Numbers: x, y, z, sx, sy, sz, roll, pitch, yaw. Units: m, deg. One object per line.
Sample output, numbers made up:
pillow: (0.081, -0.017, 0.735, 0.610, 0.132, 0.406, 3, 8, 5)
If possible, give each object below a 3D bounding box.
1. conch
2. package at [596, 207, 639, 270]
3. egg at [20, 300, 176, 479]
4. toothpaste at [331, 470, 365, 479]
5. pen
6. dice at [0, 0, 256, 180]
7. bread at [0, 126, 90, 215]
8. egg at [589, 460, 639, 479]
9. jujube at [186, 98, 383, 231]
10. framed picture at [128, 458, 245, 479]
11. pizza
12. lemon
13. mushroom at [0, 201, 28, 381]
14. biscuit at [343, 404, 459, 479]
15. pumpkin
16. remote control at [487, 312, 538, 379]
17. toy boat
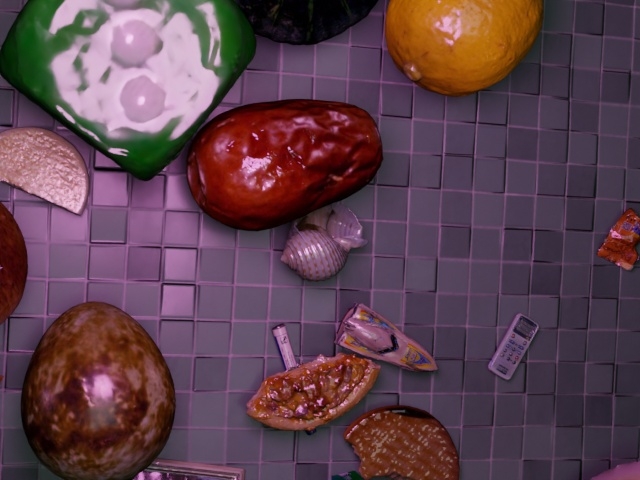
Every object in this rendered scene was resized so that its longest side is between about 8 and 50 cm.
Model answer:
conch: (-0.006, 0.002, 1.637, 0.153, 0.102, 0.135, -19, 87, -46)
package: (0.587, -0.002, 1.815, 0.077, 0.033, 0.110, 30, 89, -22)
egg: (-0.349, 0.239, 1.489, 0.238, 0.238, 0.289, -7, 83, -13)
toothpaste: (0.076, 0.450, 1.580, 0.050, 0.267, 0.065, -14, 94, -13)
pen: (-0.046, 0.246, 1.672, 0.025, 0.025, 0.204, -18, 96, -13)
dice: (-0.295, -0.282, 1.465, 0.300, 0.287, 0.297, 37, 82, -11)
bread: (-0.461, -0.128, 1.558, 0.193, 0.036, 0.112, 24, 81, -10)
egg: (0.633, 0.626, 1.691, 0.354, 0.354, 0.340, -39, 116, -10)
jujube: (-0.059, -0.131, 1.559, 0.318, 0.223, 0.223, -14, 94, -20)
framed picture: (-0.249, 0.514, 1.575, 0.232, 0.019, 0.296, 9, 67, -14)
pizza: (-0.009, 0.265, 1.639, 0.246, 0.058, 0.127, -6, 93, -17)
lemon: (0.251, -0.384, 1.621, 0.320, 0.245, 0.245, -45, 101, -15)
mushroom: (-0.606, 0.068, 1.452, 0.331, 0.356, 0.334, -31, 61, -9)
biscuit: (0.156, 0.391, 1.720, 0.176, 0.031, 0.228, -38, 101, -9)
pumpkin: (-0.036, -0.476, 1.552, 0.315, 0.238, 0.315, -1, 95, -10)
remote control: (0.360, 0.198, 1.772, 0.053, 0.018, 0.124, 33, 84, -13)
toy boat: (0.122, 0.184, 1.690, 0.210, 0.066, 0.084, 27, 86, -13)
